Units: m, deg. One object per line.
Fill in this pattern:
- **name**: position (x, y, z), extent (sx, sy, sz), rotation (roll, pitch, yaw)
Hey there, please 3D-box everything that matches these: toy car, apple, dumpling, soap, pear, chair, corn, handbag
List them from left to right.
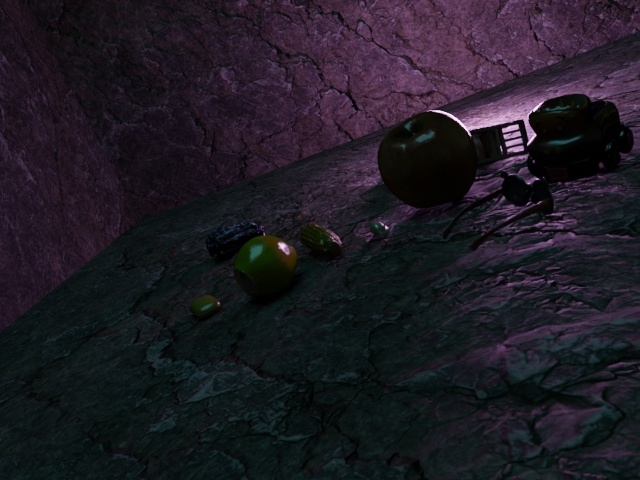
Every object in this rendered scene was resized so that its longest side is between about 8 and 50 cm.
- **soap**: position (-0.379, 0.214, 1.792), extent (0.088, 0.045, 0.140), rotation (-26, 17, -23)
- **handbag**: position (-0.362, -0.012, 2.337), extent (0.260, 0.113, 0.162), rotation (-22, 22, -23)
- **pear**: position (-0.166, 0.072, 1.715), extent (0.187, 0.188, 0.219), rotation (-3, 33, 48)
- **corn**: position (0.000, 0.000, 1.883), extent (0.097, 0.097, 0.261), rotation (-27, 20, -14)
- **dumpling**: position (0.199, -0.042, 1.849), extent (0.059, 0.043, 0.077), rotation (-6, 6, -24)
- **apple**: position (0.370, -0.265, 1.884), extent (0.338, 0.305, 0.339), rotation (-23, 30, 14)
- **chair**: position (0.622, -0.353, 2.055), extent (0.270, 0.137, 0.147), rotation (-15, 1, -19)
- **toy car**: position (0.773, -0.339, 1.680), extent (0.271, 0.241, 0.340), rotation (0, 31, 48)

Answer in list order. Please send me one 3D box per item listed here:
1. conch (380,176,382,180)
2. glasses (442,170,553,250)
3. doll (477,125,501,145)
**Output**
- **conch**: position (0.342, -0.292, 2.277), extent (0.184, 0.121, 0.221), rotation (-28, 12, -18)
- **glasses**: position (0.478, -0.088, 1.510), extent (0.268, 0.118, 0.234), rotation (-25, 19, -8)
- **doll**: position (0.634, -0.390, 2.229), extent (0.191, 0.150, 0.095), rotation (-7, -20, 21)
